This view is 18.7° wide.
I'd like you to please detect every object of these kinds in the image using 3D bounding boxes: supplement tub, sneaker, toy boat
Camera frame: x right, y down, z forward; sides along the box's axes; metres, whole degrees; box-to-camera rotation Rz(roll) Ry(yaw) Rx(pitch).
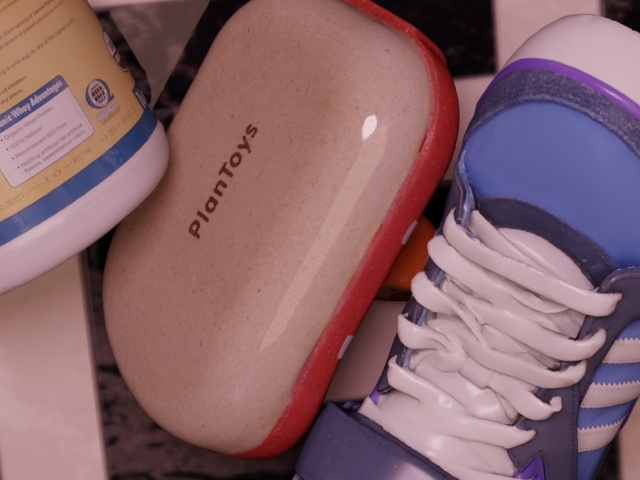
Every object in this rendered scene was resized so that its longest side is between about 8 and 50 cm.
[{"bbox_3d":[-0.174,-0.084,0.887,0.144,0.144,0.199,-30,107,0],"label":"supplement tub"},{"bbox_3d":[0.068,0.077,0.867,0.130,0.323,0.236,31,61,16],"label":"sneaker"},{"bbox_3d":[0.000,0.000,0.956,0.151,0.151,0.231,20,102,-43],"label":"toy boat"}]
